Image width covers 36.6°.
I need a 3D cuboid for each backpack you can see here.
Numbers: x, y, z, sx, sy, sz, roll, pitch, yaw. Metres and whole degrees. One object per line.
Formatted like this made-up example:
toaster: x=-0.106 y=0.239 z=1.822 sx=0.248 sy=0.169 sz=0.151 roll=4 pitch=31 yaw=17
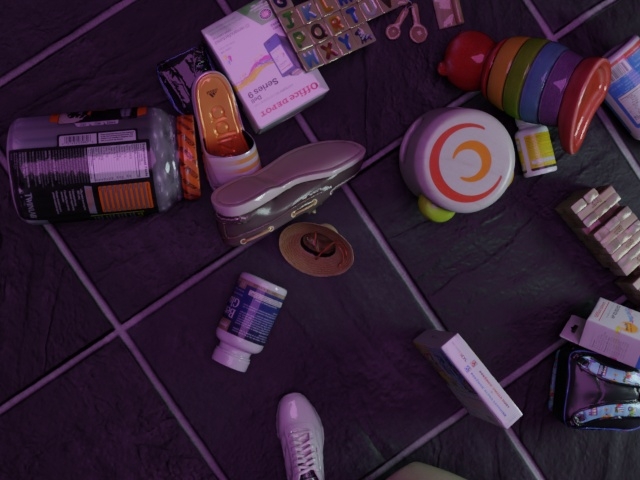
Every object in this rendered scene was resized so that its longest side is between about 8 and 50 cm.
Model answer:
backpack: x=-0.235 y=-0.285 z=1.772 sx=0.105 sy=0.084 sz=0.114 roll=-26 pitch=96 yaw=-6
backpack: x=0.535 y=0.280 z=1.829 sx=0.173 sy=0.117 sz=0.158 roll=5 pitch=89 yaw=-5

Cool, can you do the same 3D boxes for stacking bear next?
stacking bear: x=0.361 y=-0.301 z=1.773 sx=0.289 sy=0.164 sz=0.175 roll=24 pitch=77 yaw=25

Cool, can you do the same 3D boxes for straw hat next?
straw hat: x=0.000 y=0.000 z=1.803 sx=0.144 sy=0.144 sz=0.061 roll=28 pitch=46 yaw=-5

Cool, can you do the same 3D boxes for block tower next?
block tower: x=0.599 y=0.039 z=1.850 sx=0.091 sy=0.097 sz=0.335 roll=-40 pitch=94 yaw=-4

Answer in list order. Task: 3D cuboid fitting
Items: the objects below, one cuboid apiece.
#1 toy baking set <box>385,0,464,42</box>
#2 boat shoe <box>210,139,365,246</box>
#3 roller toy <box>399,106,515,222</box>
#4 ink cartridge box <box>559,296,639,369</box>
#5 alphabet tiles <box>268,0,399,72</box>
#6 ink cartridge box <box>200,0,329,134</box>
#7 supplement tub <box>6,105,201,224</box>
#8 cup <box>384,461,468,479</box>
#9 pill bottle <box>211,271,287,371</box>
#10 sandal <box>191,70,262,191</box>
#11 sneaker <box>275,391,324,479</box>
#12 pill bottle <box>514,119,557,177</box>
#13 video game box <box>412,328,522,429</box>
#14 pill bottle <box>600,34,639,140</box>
toy baking set: x=0.168 y=-0.495 z=1.842 sx=0.197 sy=0.030 sz=0.256 roll=-38 pitch=93 yaw=-5
boat shoe: x=-0.051 y=-0.090 z=1.758 sx=0.324 sy=0.117 sz=0.096 roll=-28 pitch=128 yaw=-30
roller toy: x=0.250 y=-0.152 z=1.790 sx=0.209 sy=0.146 sz=0.191 roll=-22 pitch=102 yaw=-8
ink cartridge box: x=0.551 y=0.169 z=1.802 sx=0.181 sy=0.104 sz=0.061 roll=22 pitch=120 yaw=20
alphabet tiles: x=0.025 y=-0.440 z=1.779 sx=0.237 sy=0.009 sz=0.198 roll=-29 pitch=92 yaw=-22
ink cartridge box: x=-0.103 y=-0.324 z=1.783 sx=0.154 sy=0.093 sz=0.212 roll=-30 pitch=94 yaw=-6
supplement tub: x=-0.374 y=-0.134 z=1.703 sx=0.316 sy=0.193 sz=0.193 roll=-5 pitch=90 yaw=-7
cup: x=0.190 y=0.536 z=1.719 sx=0.331 sy=0.331 sz=0.237 roll=-41 pitch=67 yaw=-5
pill bottle: x=-0.135 y=0.150 z=1.774 sx=0.094 sy=0.094 sz=0.169 roll=24 pitch=87 yaw=-5
sandal: x=-0.169 y=-0.172 z=1.742 sx=0.102 sy=0.076 sz=0.265 roll=-22 pitch=116 yaw=-10
sneaker: x=-0.029 y=0.398 z=1.783 sx=0.090 sy=0.095 sz=0.235 roll=-10 pitch=89 yaw=-4
pill bottle: x=0.407 y=-0.183 z=1.846 sx=0.065 sy=0.065 sz=0.116 roll=-14 pitch=92 yaw=-6
video game box: x=0.262 y=0.247 z=1.759 sx=0.048 sy=0.205 sz=0.187 roll=-42 pitch=94 yaw=-9
pill bottle: x=0.617 y=-0.269 z=1.839 sx=0.124 sy=0.124 sz=0.221 roll=-40 pitch=94 yaw=-5
